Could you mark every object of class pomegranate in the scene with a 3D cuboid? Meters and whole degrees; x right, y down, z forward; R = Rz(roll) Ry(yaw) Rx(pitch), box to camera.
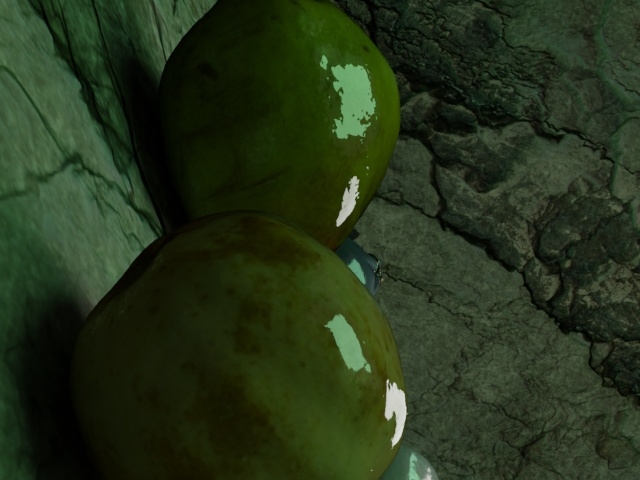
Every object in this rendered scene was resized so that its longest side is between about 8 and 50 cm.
[{"bbox_3d":[-0.044,0.080,0.466,0.207,0.207,0.207,-16,90,-85],"label":"pomegranate"}]

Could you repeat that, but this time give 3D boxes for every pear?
[{"bbox_3d":[-0.045,-0.112,0.825,0.269,0.269,0.321,-98,-172,-59],"label":"pear"}]

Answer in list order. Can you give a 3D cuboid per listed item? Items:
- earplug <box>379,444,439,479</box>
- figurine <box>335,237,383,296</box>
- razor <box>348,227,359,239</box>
[{"bbox_3d":[0.069,0.414,0.965,0.301,0.173,0.172,-81,155,-62],"label":"earplug"},{"bbox_3d":[-0.004,0.062,1.196,0.175,0.197,0.265,48,14,-9],"label":"figurine"},{"bbox_3d":[0.000,0.000,1.478,0.090,0.148,0.054,47,22,-77],"label":"razor"}]
